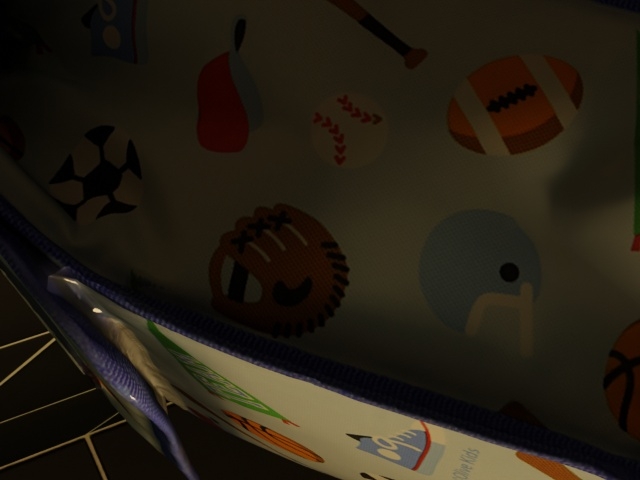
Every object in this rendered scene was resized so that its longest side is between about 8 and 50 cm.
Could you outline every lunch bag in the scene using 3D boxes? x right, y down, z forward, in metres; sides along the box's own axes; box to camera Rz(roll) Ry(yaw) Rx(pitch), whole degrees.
[{"bbox_3d":[0.000,0.000,0.702,0.385,0.239,0.328,18,166,5],"label":"lunch bag"}]
